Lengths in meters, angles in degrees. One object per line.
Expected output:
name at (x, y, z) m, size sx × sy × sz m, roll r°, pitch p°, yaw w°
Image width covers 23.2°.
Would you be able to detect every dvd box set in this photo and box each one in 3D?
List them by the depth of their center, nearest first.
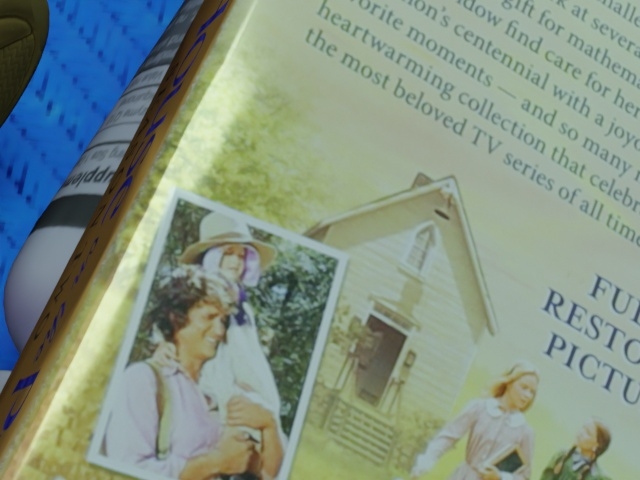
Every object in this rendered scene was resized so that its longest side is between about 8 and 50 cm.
dvd box set at (0.085, 0.039, 0.419) m, size 0.308 × 0.062 × 0.420 m, roll 30°, pitch 70°, yaw -16°

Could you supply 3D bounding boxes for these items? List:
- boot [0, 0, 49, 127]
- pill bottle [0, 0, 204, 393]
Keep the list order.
boot at (-0.243, -0.056, 0.530) m, size 0.262 × 0.095 × 0.203 m, roll -41°, pitch 67°, yaw -5°
pill bottle at (0.000, 0.000, 0.512) m, size 0.161 × 0.161 × 0.283 m, roll 25°, pitch 68°, yaw 10°
